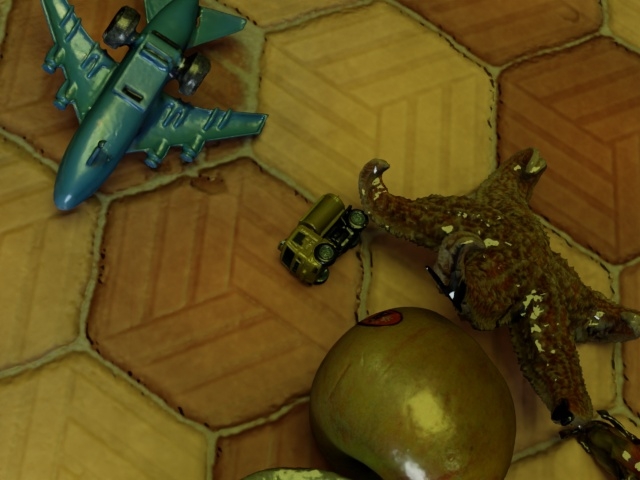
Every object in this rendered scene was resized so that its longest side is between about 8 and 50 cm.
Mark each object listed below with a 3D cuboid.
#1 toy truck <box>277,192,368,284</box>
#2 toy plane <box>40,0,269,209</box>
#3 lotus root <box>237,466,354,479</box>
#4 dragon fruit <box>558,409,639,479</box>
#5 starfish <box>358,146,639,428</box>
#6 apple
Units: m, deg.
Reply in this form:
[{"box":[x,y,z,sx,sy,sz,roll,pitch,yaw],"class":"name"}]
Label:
[{"box":[0.000,0.000,1.156,0.054,0.049,0.083,37,62,8],"class":"toy truck"},{"box":[-0.175,-0.143,1.161,0.254,0.105,0.271,32,58,-12],"class":"toy plane"},{"box":[-0.052,0.272,0.977,0.235,0.119,0.138,-33,76,-22],"class":"lotus root"},{"box":[0.325,0.229,1.090,0.246,0.125,0.125,36,34,22],"class":"dragon fruit"},{"box":[0.165,0.021,1.109,0.312,0.113,0.303,48,29,16],"class":"starfish"},{"box":[0.081,0.146,1.036,0.182,0.182,0.155,42,61,9],"class":"apple"}]
